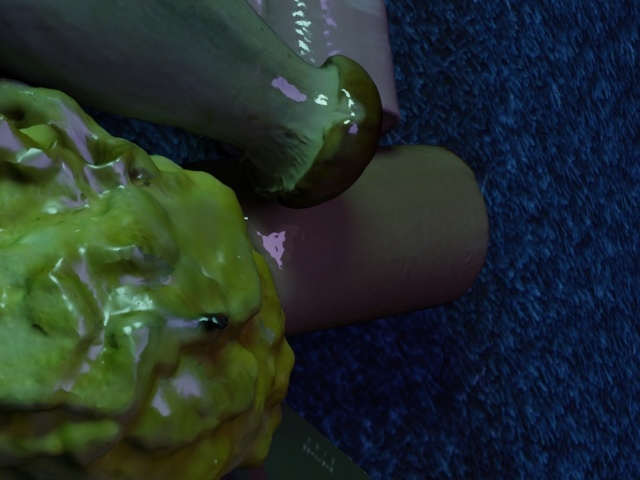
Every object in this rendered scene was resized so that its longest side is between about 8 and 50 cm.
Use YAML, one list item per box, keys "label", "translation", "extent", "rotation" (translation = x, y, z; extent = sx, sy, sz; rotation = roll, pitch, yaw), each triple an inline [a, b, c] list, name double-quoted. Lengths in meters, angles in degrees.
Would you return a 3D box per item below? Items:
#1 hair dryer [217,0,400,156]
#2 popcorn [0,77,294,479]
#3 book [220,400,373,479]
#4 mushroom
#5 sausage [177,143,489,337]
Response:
- label: "hair dryer"
  translation: [-0.102, -0.177, 1.055]
  extent: [0.352, 0.125, 0.210]
  rotation: [3, 75, -44]
- label: "popcorn"
  translation: [-0.115, 0.037, 0.896]
  extent: [0.233, 0.192, 0.266]
  rotation: [-51, 122, -47]
- label: "book"
  translation: [-0.033, 0.250, 1.062]
  extent: [0.201, 0.026, 0.289]
  rotation: [46, 46, -34]
- label: "mushroom"
  translation: [-0.114, -0.127, 0.910]
  extent: [0.350, 0.128, 0.128]
  rotation: [30, 55, -26]
- label: "sausage"
  translation: [0.000, 0.000, 1.108]
  extent: [0.253, 0.123, 0.123]
  rotation: [-8, 85, -50]
